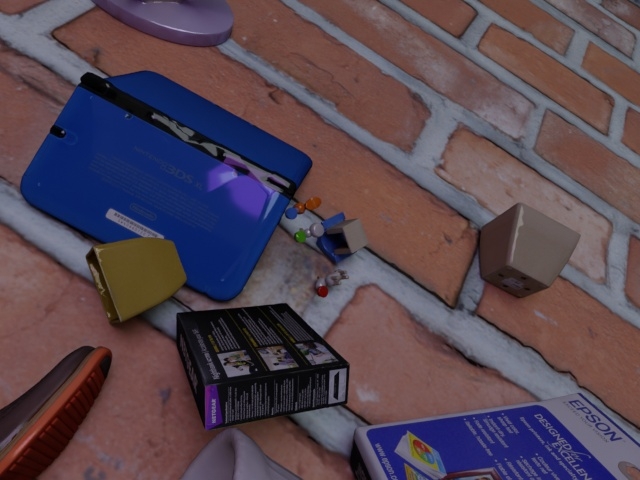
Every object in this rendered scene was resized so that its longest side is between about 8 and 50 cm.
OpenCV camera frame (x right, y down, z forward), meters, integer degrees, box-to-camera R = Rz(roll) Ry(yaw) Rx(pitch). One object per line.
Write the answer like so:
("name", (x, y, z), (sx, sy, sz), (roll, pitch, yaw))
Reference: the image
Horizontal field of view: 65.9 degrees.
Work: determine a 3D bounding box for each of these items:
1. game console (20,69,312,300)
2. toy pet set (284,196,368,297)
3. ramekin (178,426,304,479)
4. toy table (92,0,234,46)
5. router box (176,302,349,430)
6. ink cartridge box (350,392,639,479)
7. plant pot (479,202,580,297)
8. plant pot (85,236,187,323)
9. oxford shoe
("game console", (-0.184, -0.091, 0.675), (0.293, 0.173, 0.250), (28, 84, -3))
("toy pet set", (0.000, 0.000, 0.662), (0.114, 0.065, 0.122), (-28, 103, -36))
("ramekin", (-0.070, 0.288, 0.331), (0.135, 0.277, 0.277), (32, 53, -9))
("toy table", (-0.261, -0.456, 0.794), (0.274, 0.161, 0.252), (16, 54, -11))
("router box", (-0.068, 0.116, 0.506), (0.133, 0.179, 0.046), (-2, 103, -23))
("ink cartridge box", (0.220, 0.281, 0.461), (0.307, 0.072, 0.303), (-1, 22, -16))
("plant pot", (0.308, 0.024, 0.757), (0.109, 0.109, 0.096), (27, 65, -4))
("plant pot", (-0.196, 0.038, 0.539), (0.083, 0.081, 0.081), (-19, 91, -32))
("oxford shoe", (-0.297, 0.181, 0.414), (0.098, 0.097, 0.271), (33, 53, 8))
